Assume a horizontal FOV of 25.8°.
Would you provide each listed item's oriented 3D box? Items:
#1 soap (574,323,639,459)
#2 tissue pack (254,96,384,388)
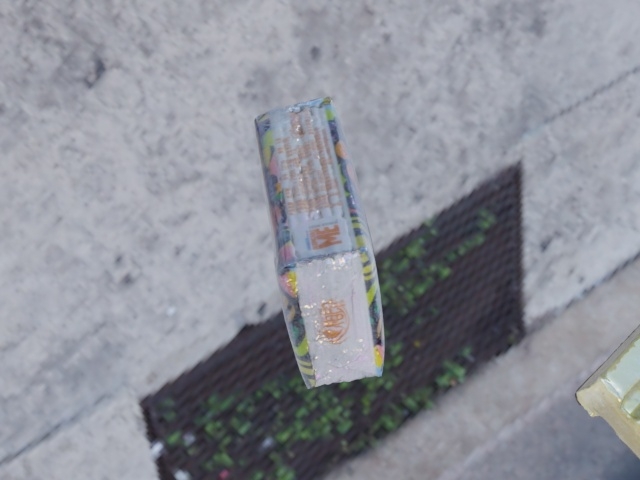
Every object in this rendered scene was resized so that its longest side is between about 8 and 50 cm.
[{"bbox_3d":[0.241,0.019,0.691,0.252,0.092,0.037,-45,175,-13],"label":"soap"},{"bbox_3d":[0.000,0.000,0.854,0.060,0.148,0.109,-12,131,0],"label":"tissue pack"}]
